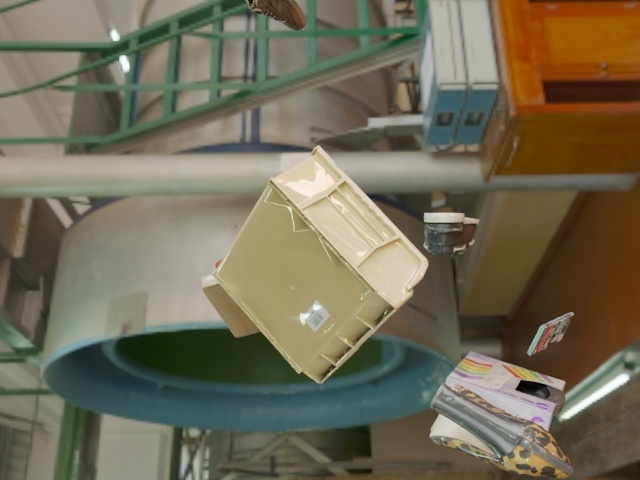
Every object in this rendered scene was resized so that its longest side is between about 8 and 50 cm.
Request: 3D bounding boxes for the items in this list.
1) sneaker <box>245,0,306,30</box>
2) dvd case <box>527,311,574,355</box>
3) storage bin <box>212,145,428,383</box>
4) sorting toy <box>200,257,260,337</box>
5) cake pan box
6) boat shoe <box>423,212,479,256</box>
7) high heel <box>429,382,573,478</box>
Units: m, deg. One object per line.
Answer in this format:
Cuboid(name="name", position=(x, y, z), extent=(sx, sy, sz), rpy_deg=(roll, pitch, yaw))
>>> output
Cuboid(name="sneaker", position=(-0.108, -0.460, 1.397), extent=(0.066, 0.188, 0.071), rpy_deg=(16, 70, 53))
Cuboid(name="dvd case", position=(0.534, 0.216, 1.679), extent=(0.013, 0.119, 0.087), rpy_deg=(44, 135, 37))
Cuboid(name="storage bin", position=(-0.006, 0.048, 1.117), extent=(0.123, 0.260, 0.262), rpy_deg=(-34, -13, -44))
Cuboid(name="sorting toy", position=(-0.083, 0.073, 1.418), extent=(0.257, 0.256, 0.089), rpy_deg=(73, -179, -61))
Cuboid(name="cake pan box", position=(0.458, 0.371, 1.779), extent=(0.246, 0.267, 0.070), rpy_deg=(-19, -58, -61))
Cuboid(name="boat shoe", position=(0.278, -0.011, 1.576), extent=(0.302, 0.114, 0.091), rpy_deg=(2, -89, -67))
Cuboid(name="high heel", position=(0.248, 0.280, 0.997), extent=(0.093, 0.186, 0.261), rpy_deg=(-58, -22, -10))
